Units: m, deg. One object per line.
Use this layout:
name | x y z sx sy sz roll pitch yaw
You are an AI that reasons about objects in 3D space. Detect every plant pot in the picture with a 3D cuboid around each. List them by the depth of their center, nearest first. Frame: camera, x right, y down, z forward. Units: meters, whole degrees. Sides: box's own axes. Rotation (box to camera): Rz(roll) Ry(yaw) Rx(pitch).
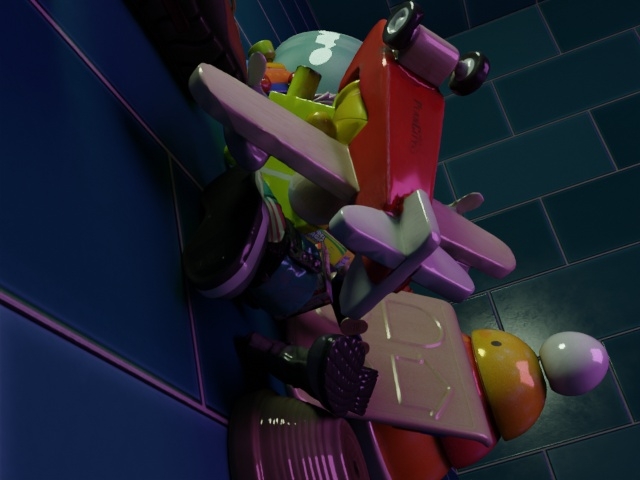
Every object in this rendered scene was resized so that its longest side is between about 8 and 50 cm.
plant pot | -0.008 0.277 0.902 0.237 0.109 0.237 -18 90 -80
plant pot | 0.001 -0.225 1.526 0.293 0.293 0.196 62 40 -42

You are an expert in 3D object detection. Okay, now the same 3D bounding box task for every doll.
doll | 0.038 0.097 1.200 0.189 0.046 0.129 -109 -167 -66

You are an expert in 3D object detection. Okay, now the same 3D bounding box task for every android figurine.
android figurine | -0.032 -0.124 1.181 0.273 0.248 0.056 -67 153 -4

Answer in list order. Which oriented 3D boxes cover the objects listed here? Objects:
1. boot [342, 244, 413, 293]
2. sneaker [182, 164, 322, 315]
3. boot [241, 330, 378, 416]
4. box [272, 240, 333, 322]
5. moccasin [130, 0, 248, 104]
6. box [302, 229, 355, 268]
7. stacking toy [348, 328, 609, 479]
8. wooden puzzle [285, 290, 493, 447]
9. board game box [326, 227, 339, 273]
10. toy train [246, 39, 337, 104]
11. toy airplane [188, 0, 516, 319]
boot | 0.132 0.077 1.660 0.283 0.109 0.220 64 1 -84
sneaker | -0.078 0.032 0.978 0.178 0.124 0.295 56 14 -23
boot | -0.028 0.150 0.948 0.246 0.161 0.083 60 49 -67
box | -0.031 0.062 1.226 0.137 0.094 0.027 -93 160 -56
moccasin | -0.186 -0.359 1.045 0.380 0.139 0.147 61 13 -48
box | 0.000 0.000 1.424 0.179 0.043 0.105 43 2 17
stacking toy | 0.295 0.273 1.480 0.350 0.480 0.351 -18 90 -81
wooden puzzle | 0.093 0.191 1.293 0.322 0.348 0.080 -95 -153 -54
board game box | 0.056 0.076 1.720 0.242 0.064 0.316 52 21 -51
toy train | -0.074 -0.284 1.359 0.248 0.105 0.143 -10 64 -41
toy airplane | 0.057 -0.071 0.971 0.384 0.272 0.386 -26 88 -44
